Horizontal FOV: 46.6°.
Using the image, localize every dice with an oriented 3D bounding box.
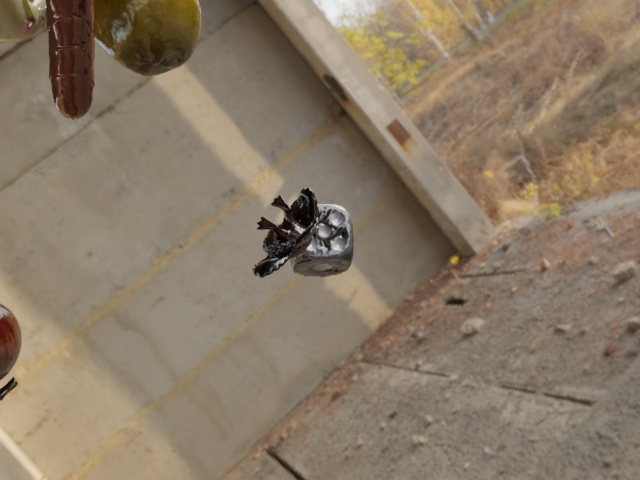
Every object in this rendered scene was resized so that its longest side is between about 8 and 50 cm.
[{"bbox_3d":[0.000,0.000,2.228,0.181,0.183,0.182,0,-19,-9],"label":"dice"}]

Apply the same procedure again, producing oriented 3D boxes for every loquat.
[{"bbox_3d":[-0.420,-0.536,1.742,0.276,0.284,0.276,-18,-15,-5],"label":"loquat"}]

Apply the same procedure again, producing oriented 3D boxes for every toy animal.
[{"bbox_3d":[-0.063,0.006,1.489,0.179,0.116,0.218,87,-153,-61],"label":"toy animal"}]

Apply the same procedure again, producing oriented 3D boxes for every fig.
[{"bbox_3d":[-0.721,0.222,1.499,0.235,0.214,0.235,4,-5,0],"label":"fig"}]

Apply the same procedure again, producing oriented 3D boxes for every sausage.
[{"bbox_3d":[-0.428,-0.378,1.271,0.088,0.088,0.433,-45,-16,-38],"label":"sausage"}]

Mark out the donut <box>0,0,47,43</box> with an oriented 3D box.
[{"bbox_3d":[-0.679,-0.616,1.623,0.382,0.142,0.383,8,-90,-87],"label":"donut"}]
